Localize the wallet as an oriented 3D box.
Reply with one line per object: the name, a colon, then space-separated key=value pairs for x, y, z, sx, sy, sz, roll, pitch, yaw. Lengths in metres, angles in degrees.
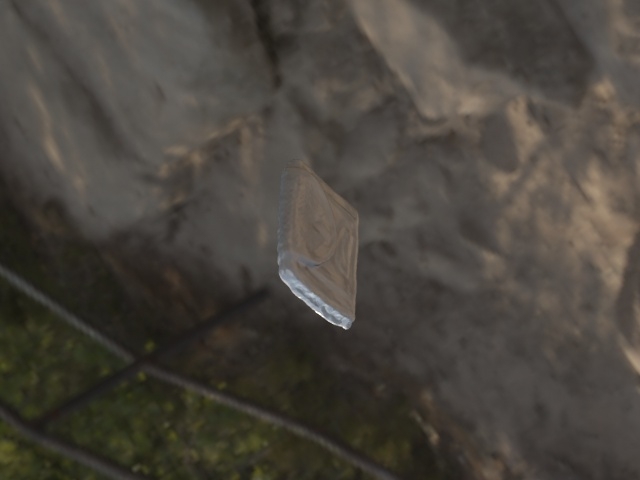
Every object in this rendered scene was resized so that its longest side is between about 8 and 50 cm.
wallet: x=0.000 y=0.000 z=1.408 sx=0.124 sy=0.032 sz=0.183 roll=43 pitch=-149 yaw=-31
